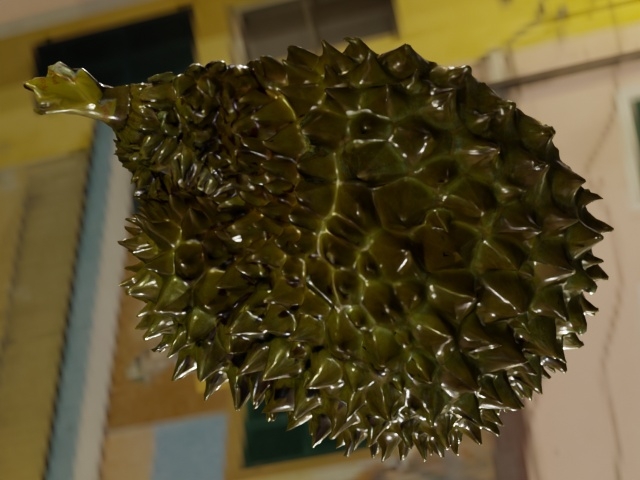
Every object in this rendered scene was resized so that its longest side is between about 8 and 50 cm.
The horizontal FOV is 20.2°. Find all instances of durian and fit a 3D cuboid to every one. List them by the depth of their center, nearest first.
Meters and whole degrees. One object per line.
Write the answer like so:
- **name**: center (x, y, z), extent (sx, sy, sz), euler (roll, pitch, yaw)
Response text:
- **durian**: center (0.000, 0.000, 0.569), extent (0.208, 0.146, 0.102), euler (32, -142, -18)
